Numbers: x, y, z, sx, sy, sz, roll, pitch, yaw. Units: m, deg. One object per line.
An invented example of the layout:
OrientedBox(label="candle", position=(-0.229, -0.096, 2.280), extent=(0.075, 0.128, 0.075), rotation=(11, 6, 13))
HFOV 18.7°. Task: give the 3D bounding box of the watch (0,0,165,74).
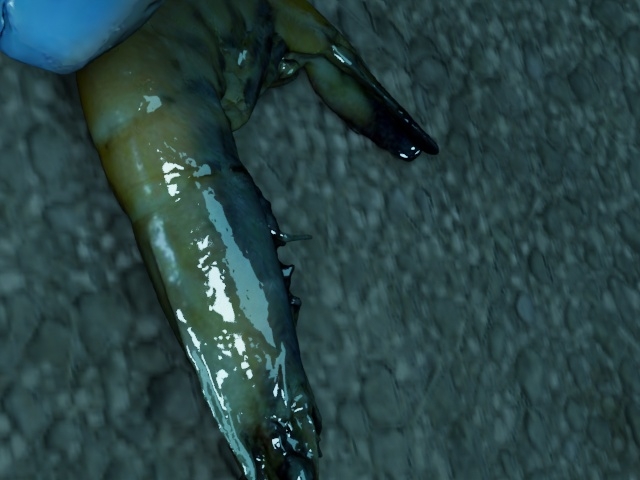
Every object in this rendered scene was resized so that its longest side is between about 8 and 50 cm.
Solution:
OrientedBox(label="watch", position=(-0.148, -0.205, 0.622), extent=(0.274, 0.241, 0.305), rotation=(14, 64, -24))

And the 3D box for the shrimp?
OrientedBox(label="shrimp", position=(0.000, 0.000, 0.781), extent=(0.198, 0.051, 0.262), rotation=(-4, 71, -49))
